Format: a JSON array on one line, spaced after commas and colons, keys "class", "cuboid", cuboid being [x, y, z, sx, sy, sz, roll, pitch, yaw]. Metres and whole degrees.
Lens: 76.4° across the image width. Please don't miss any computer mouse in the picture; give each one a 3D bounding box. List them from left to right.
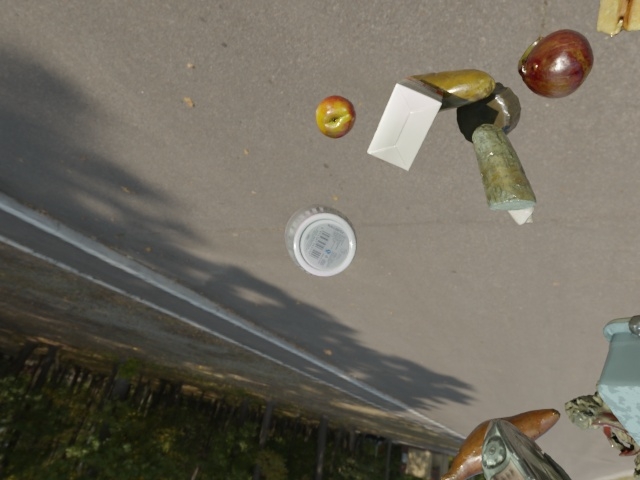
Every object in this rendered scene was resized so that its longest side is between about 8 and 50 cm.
[{"class": "computer mouse", "cuboid": [0.389, 0.476, 0.720, 0.199, 0.115, 0.389, 34, -167, -6]}]

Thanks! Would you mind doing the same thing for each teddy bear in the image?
[{"class": "teddy bear", "cuboid": [0.977, 0.543, 1.173, 0.357, 0.224, 0.367, 47, 159, 19]}]

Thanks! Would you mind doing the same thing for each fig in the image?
[{"class": "fig", "cuboid": [0.697, -0.524, 1.220, 0.205, 0.205, 0.205, 11, 155, 5]}]

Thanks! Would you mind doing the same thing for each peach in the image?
[{"class": "peach", "cuboid": [0.069, -0.559, 1.835, 0.190, 0.192, 0.190, 1, 122, 1]}]

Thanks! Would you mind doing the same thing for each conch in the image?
[{"class": "conch", "cuboid": [0.764, -0.129, 1.599, 0.176, 0.104, 0.094, 28, 136, 5]}]

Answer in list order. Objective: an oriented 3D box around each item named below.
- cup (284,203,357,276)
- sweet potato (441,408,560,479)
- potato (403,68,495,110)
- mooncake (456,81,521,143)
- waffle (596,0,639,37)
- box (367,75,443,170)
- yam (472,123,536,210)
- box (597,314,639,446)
[{"class": "cup", "cuboid": [0.000, 0.000, 1.444, 0.253, 0.253, 0.371, 17, -175, -7]}, {"class": "sweet potato", "cuboid": [0.472, 0.544, 1.104, 0.359, 0.112, 0.112, -33, 149, -4]}, {"class": "potato", "cuboid": [0.450, -0.548, 1.508, 0.369, 0.176, 0.195, 10, 178, 44]}, {"class": "mooncake", "cuboid": [0.650, -0.490, 1.573, 0.228, 0.124, 0.228, 37, 143, 34]}, {"class": "waffle", "cuboid": [0.612, -0.593, 0.704, 0.114, 0.261, 0.376, 27, 146, 43]}, {"class": "box", "cuboid": [0.282, -0.389, 1.317, 0.143, 0.341, 0.225, 25, 119, 4]}, {"class": "yam", "cuboid": [0.550, -0.226, 1.259, 0.133, 0.330, 0.133, -6, 152, -3]}, {"class": "box", "cuboid": [0.454, 0.194, 0.474, 0.227, 0.130, 0.162, 52, 151, -3]}]
